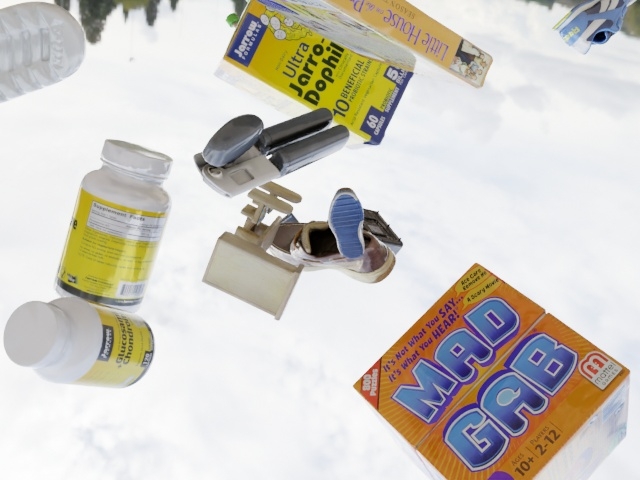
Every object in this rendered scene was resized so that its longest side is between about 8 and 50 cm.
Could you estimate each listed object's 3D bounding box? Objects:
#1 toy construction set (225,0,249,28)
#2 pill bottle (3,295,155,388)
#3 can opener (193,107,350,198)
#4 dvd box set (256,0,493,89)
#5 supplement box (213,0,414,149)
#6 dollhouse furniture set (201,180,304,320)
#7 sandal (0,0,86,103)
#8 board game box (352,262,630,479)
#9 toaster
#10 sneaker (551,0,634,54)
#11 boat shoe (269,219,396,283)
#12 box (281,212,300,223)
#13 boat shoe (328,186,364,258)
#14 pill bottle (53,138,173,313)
[{"bbox_3d":[-0.143,-0.752,1.957,0.237,0.309,0.257,53,-158,9],"label":"toy construction set"},{"bbox_3d":[-0.290,0.125,0.846,0.103,0.103,0.184,21,173,23],"label":"pill bottle"},{"bbox_3d":[-0.051,-0.135,0.935,0.076,0.095,0.283,47,-137,11],"label":"can opener"},{"bbox_3d":[0.024,-0.351,1.046,0.420,0.062,0.307,14,-167,-42],"label":"dvd box set"},{"bbox_3d":[-0.015,-0.357,1.446,0.356,0.194,0.195,26,177,-15],"label":"supplement box"},{"bbox_3d":[-0.103,0.029,1.360,0.161,0.212,0.242,25,-156,3],"label":"dollhouse furniture set"},{"bbox_3d":[-0.561,-0.281,1.096,0.416,0.169,0.102,-4,-156,5],"label":"sandal"},{"bbox_3d":[0.348,0.343,1.386,0.356,0.356,0.356,-43,-128,-10],"label":"board game box"},{"bbox_3d":[0.108,-0.013,1.903,0.185,0.110,0.168,10,-149,-38],"label":"toaster"},{"bbox_3d":[0.371,-0.291,0.912,0.144,0.053,0.059,-32,-97,-17],"label":"sneaker"},{"bbox_3d":[0.000,0.000,1.505,0.342,0.123,0.123,16,-114,41],"label":"boat shoe"},{"bbox_3d":[-0.096,-0.032,1.994,0.083,0.067,0.018,-35,-156,5],"label":"box"},{"bbox_3d":[0.049,-0.044,1.316,0.066,0.183,0.066,-3,-129,3],"label":"boat shoe"},{"bbox_3d":[-0.416,-0.029,1.428,0.188,0.334,0.188,18,-171,-3],"label":"pill bottle"}]
